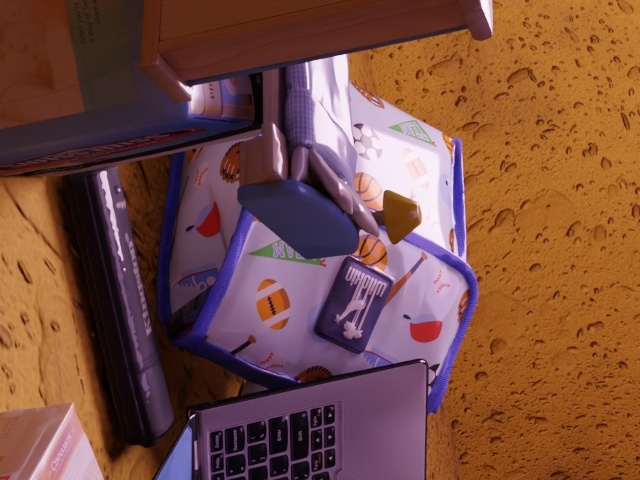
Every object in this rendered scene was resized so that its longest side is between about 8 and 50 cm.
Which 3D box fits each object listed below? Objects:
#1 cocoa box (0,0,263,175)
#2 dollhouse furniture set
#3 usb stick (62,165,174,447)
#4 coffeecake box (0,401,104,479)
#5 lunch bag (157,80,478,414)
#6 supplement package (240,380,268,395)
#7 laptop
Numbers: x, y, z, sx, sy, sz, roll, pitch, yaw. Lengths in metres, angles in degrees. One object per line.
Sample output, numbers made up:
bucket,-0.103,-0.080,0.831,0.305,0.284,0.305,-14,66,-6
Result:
cocoa box,-0.188,-0.235,0.782,0.228,0.231,0.347,-17,97,-75
dollhouse furniture set,0.036,-0.168,0.733,0.303,0.198,0.287,46,39,-62
usb stick,-0.189,0.058,0.976,0.077,0.045,0.278,-38,117,-74
coffeecake box,-0.202,0.237,0.753,0.142,0.068,0.186,-74,152,-63
lunch bag,0.000,0.000,1.178,0.327,0.239,0.386,26,51,-28
supplement package,-0.002,0.306,1.248,0.263,0.199,0.198,-71,148,-63
laptop,-0.021,0.354,0.925,0.236,0.407,0.382,28,-58,59
